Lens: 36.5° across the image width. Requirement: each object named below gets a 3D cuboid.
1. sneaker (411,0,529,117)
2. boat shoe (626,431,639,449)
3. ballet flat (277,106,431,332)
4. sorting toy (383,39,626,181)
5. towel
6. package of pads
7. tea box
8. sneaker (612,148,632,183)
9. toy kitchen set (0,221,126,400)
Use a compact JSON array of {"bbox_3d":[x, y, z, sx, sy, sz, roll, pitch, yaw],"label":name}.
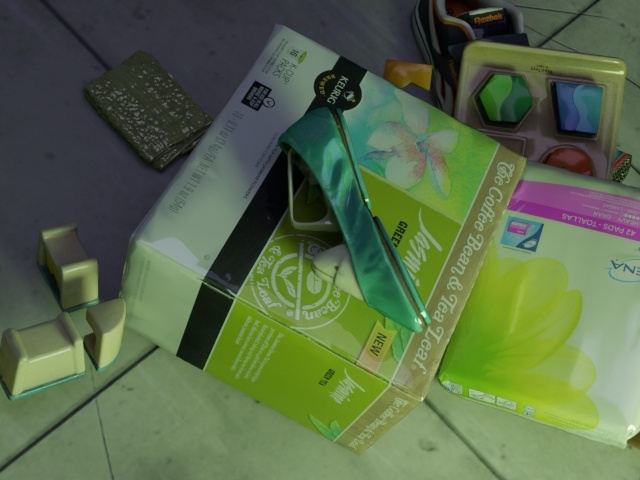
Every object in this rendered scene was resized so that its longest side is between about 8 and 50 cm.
[{"bbox_3d":[0.220,-0.231,1.316,0.126,0.127,0.321,-14,70,-24],"label":"sneaker"},{"bbox_3d":[0.471,0.203,1.180,0.342,0.123,0.123,11,94,9],"label":"boat shoe"},{"bbox_3d":[0.021,-0.011,0.924,0.087,0.083,0.247,-23,70,1],"label":"ballet flat"},{"bbox_3d":[0.226,-0.138,1.245,0.308,0.041,0.228,8,92,2],"label":"sorting toy"},{"bbox_3d":[-0.213,-0.163,1.209,0.148,0.027,0.110,46,62,8],"label":"towel"},{"bbox_3d":[0.290,0.069,1.124,0.229,0.101,0.296,16,74,17],"label":"package of pads"},{"bbox_3d":[0.000,0.000,1.075,0.324,0.220,0.329,29,60,-1],"label":"tea box"},{"bbox_3d":[0.348,-0.083,1.325,0.161,0.057,0.075,-35,54,-22],"label":"sneaker"},{"bbox_3d":[-0.326,0.094,1.015,0.207,0.122,0.166,-16,54,-32],"label":"toy kitchen set"}]
